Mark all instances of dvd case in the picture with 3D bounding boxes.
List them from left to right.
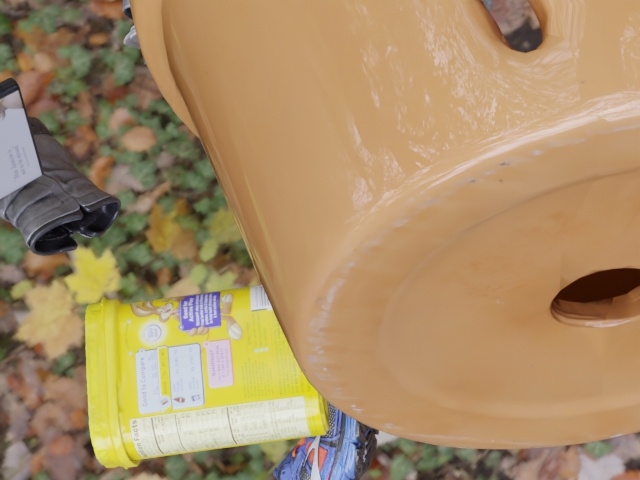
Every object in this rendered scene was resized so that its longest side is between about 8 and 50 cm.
[{"bbox_3d":[-0.469,-0.080,1.585,0.022,0.253,0.180,46,156,26],"label":"dvd case"}]

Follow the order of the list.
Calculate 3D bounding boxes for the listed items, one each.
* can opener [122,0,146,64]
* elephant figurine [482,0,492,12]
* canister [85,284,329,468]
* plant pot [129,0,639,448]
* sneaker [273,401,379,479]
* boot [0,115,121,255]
[{"bbox_3d":[-0.076,-0.209,1.335,0.076,0.283,0.095,-17,71,49],"label":"can opener"},{"bbox_3d":[0.123,-0.231,0.855,0.169,0.239,0.186,59,166,-22],"label":"elephant figurine"},{"bbox_3d":[-0.084,0.098,0.963,0.170,0.073,0.126,-8,68,3],"label":"canister"},{"bbox_3d":[0.075,-0.059,0.454,0.291,0.291,0.203,-38,45,36],"label":"plant pot"},{"bbox_3d":[0.000,0.198,1.152,0.087,0.083,0.221,5,80,15],"label":"sneaker"},{"bbox_3d":[-0.467,-0.060,1.830,0.223,0.338,0.118,44,138,24],"label":"boot"}]
